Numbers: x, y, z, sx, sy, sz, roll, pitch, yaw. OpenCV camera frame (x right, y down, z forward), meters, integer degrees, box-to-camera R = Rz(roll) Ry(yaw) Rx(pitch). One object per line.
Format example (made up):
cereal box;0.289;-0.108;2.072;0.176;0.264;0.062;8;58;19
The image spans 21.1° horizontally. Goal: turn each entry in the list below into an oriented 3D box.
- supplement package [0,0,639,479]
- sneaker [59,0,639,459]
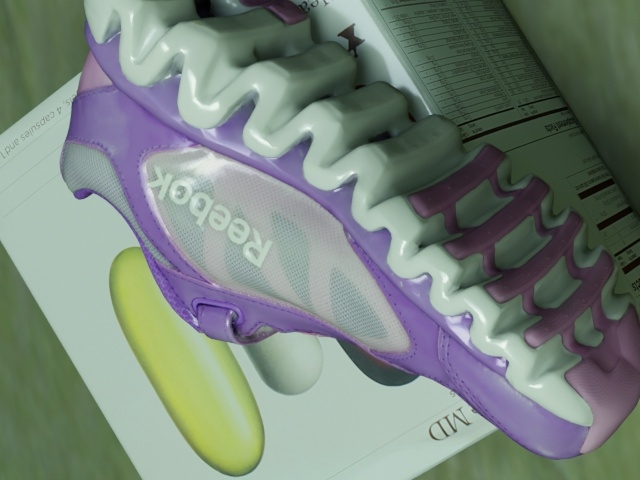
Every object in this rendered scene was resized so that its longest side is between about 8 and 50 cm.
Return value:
supplement package;0.004;-0.003;0.706;0.194;0.149;0.203;-35;84;25
sneaker;0.000;0.000;0.581;0.236;0.095;0.104;39;117;18
